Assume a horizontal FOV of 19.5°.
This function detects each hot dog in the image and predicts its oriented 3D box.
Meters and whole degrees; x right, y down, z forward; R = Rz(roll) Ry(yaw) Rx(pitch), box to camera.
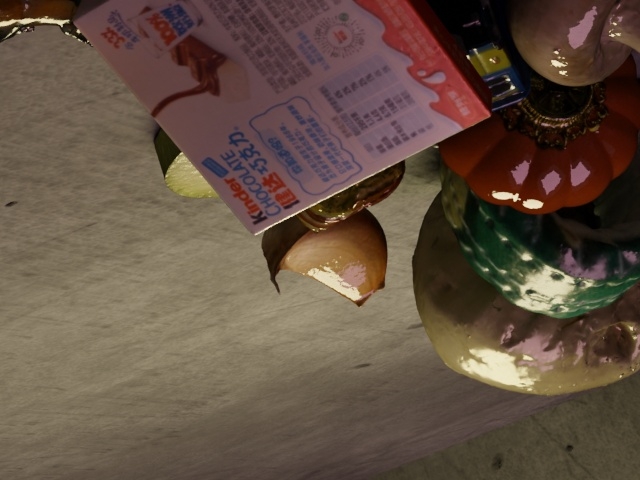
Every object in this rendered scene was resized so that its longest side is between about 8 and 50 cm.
[{"bbox_3d":[0.022,-0.072,2.005,0.123,0.093,0.261,-25,180,-12],"label":"hot dog"}]

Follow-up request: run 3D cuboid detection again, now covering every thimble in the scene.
[{"bbox_3d":[0.266,-0.064,2.095,0.254,0.288,0.167,-38,170,-30],"label":"thimble"}]

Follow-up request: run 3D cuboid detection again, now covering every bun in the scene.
[{"bbox_3d":[0.280,0.023,2.306,0.362,0.326,0.235,-15,139,-29],"label":"bun"}]

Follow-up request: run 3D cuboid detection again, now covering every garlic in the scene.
[{"bbox_3d":[-0.007,0.001,2.318,0.115,0.128,0.206,25,-171,41],"label":"garlic"}]

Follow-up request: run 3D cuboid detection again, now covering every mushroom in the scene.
[{"bbox_3d":[0.276,-0.220,1.695,0.204,0.204,0.204,-15,163,-5],"label":"mushroom"}]

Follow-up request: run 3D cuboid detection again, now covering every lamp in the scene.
[{"bbox_3d":[0.222,-0.136,1.903,0.223,0.223,0.196,-14,172,-7],"label":"lamp"}]

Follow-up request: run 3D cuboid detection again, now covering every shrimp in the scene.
[{"bbox_3d":[-0.296,-0.151,1.685,0.198,0.051,0.262,-8,158,-25],"label":"shrimp"}]

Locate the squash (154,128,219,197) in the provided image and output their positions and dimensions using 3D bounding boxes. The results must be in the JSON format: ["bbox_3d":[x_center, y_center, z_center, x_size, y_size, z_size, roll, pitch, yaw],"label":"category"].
[{"bbox_3d":[-0.052,-0.119,2.013,0.252,0.049,0.252,-17,162,-6],"label":"squash"}]

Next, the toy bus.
[{"bbox_3d":[0.037,-0.172,1.765,0.287,0.138,0.175,-19,160,12],"label":"toy bus"}]

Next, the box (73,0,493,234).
[{"bbox_3d":[-0.031,-0.159,1.618,0.265,0.048,0.273,-26,120,24],"label":"box"}]
